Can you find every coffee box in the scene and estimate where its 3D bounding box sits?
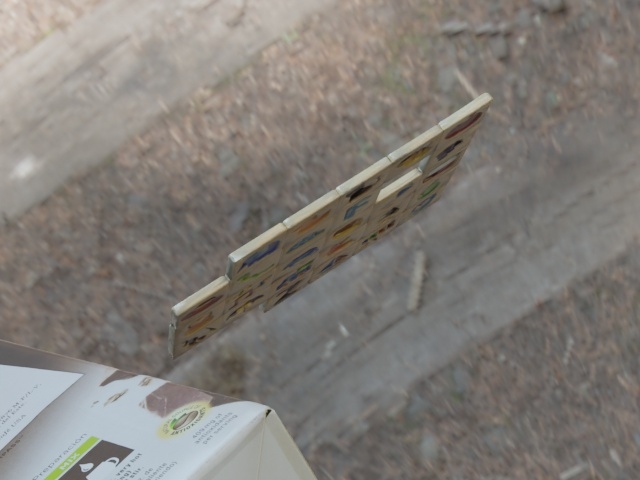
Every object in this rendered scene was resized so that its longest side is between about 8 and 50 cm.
[{"bbox_3d":[-0.107,0.153,0.767,0.119,0.168,0.297,-43,27,-27],"label":"coffee box"}]

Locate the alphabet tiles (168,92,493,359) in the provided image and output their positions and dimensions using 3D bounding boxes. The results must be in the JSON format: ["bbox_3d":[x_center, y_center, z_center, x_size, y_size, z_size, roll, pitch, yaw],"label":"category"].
[{"bbox_3d":[0.000,0.000,1.080,0.237,0.198,0.009,-32,79,-15],"label":"alphabet tiles"}]
